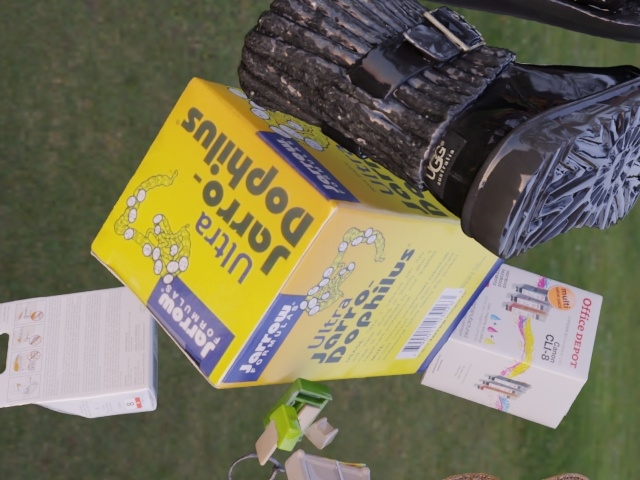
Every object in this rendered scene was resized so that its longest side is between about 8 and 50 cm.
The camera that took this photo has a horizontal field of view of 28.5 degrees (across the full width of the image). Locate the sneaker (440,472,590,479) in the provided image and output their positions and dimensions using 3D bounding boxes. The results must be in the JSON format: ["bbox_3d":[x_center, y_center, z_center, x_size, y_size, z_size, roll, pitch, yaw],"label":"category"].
[{"bbox_3d":[0.227,0.318,1.502,0.086,0.192,0.064,80,7,-63],"label":"sneaker"}]

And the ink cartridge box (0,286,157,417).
[{"bbox_3d":[-0.261,0.122,1.320,0.045,0.179,0.145,78,4,-47],"label":"ink cartridge box"}]

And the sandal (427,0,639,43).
[{"bbox_3d":[0.251,-0.271,1.144,0.107,0.445,0.168,97,-2,-55],"label":"sandal"}]

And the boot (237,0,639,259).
[{"bbox_3d":[0.126,-0.121,1.005,0.348,0.260,0.131,-14,132,-54],"label":"boot"}]

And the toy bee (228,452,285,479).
[{"bbox_3d":[-0.068,0.435,1.589,0.298,0.195,0.162,56,7,-42],"label":"toy bee"}]

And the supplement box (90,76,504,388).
[{"bbox_3d":[0.000,0.000,1.193,0.356,0.194,0.195,4,124,-56],"label":"supplement box"}]

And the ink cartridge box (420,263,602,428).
[{"bbox_3d":[0.227,0.119,1.497,0.127,0.176,0.128,104,4,-56],"label":"ink cartridge box"}]

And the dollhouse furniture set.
[{"bbox_3d":[-0.009,0.186,1.036,0.076,0.059,0.152,19,31,-29],"label":"dollhouse furniture set"}]
